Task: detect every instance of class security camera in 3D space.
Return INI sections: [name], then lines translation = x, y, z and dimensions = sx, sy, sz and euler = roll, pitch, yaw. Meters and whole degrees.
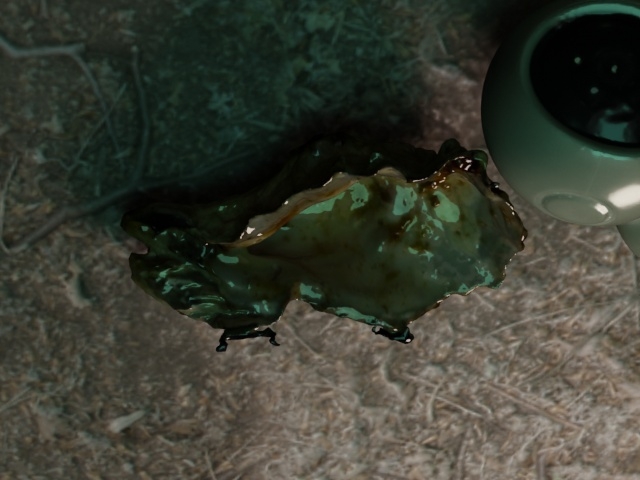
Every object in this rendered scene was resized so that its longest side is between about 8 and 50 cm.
[security camera]
translation = 0.240, -0.096, 1.453
dimensions = 0.236, 0.194, 0.194
euler = 23, 117, -18

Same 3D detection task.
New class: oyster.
[oyster]
translation = 0.002, 0.005, 1.512
dimensions = 0.337, 0.133, 0.198
euler = -15, 123, 7
